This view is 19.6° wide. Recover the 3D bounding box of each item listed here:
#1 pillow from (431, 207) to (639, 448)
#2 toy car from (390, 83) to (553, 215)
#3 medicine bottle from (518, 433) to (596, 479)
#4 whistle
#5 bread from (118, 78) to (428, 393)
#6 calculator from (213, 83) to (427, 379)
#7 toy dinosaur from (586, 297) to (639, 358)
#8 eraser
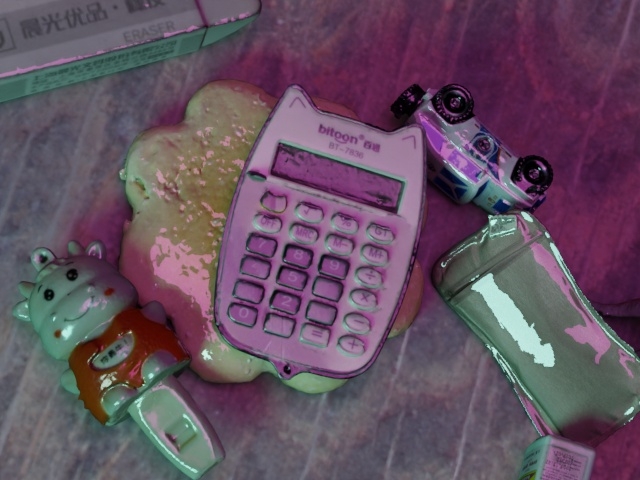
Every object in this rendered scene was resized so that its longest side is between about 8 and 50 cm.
[{"bbox_3d":[0.207,0.084,1.733,0.131,0.038,0.232,-40,85,25],"label":"pillow"},{"bbox_3d":[0.140,-0.082,1.777,0.171,0.080,0.070,42,70,2],"label":"toy car"},{"bbox_3d":[0.207,0.243,1.696,0.055,0.074,0.118,19,72,-7],"label":"medicine bottle"},{"bbox_3d":[-0.177,0.105,1.642,0.253,0.102,0.106,51,29,8],"label":"whistle"},{"bbox_3d":[-0.043,-0.007,1.731,0.316,0.054,0.316,4,71,-13],"label":"bread"},{"bbox_3d":[0.000,0.000,1.688,0.177,0.040,0.268,18,71,-7],"label":"calculator"},{"bbox_3d":[0.355,0.076,1.735,0.167,0.053,0.242,-40,40,-20],"label":"toy dinosaur"},{"bbox_3d":[-0.232,-0.197,1.742,0.352,0.061,0.089,-17,78,-17],"label":"eraser"}]
